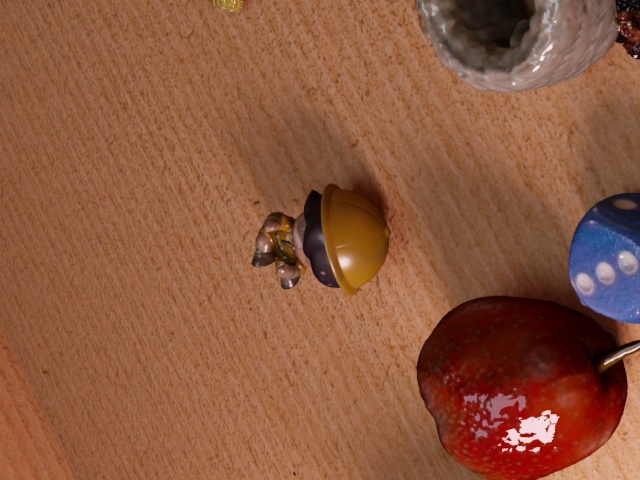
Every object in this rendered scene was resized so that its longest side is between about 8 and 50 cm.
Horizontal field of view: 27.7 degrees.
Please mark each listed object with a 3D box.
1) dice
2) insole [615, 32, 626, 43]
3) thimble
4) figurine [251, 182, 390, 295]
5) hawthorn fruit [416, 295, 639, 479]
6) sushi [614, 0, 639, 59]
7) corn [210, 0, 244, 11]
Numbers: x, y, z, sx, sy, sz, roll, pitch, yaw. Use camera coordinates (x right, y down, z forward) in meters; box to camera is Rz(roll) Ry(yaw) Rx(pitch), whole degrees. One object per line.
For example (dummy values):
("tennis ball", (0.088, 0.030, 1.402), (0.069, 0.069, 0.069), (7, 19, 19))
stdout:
("dice", (0.437, 0.023, 1.787), (0.146, 0.143, 0.146), (28, 127, 41))
("insole", (0.490, -0.352, 1.666), (0.348, 0.009, 0.119), (-28, 84, 49))
("thimble", (0.266, -0.353, 1.758), (0.291, 0.195, 0.291), (20, 119, 42))
("figurine", (0.003, -0.003, 2.222), (0.257, 0.167, 0.192), (3, 131, 45))
("hawthorn fruit", (0.319, 0.202, 1.909), (0.369, 0.285, 0.285), (-25, 88, 40))
("sushi", (0.447, -0.293, 1.617), (0.172, 0.153, 0.150), (7, 115, 49))
("corn", (-0.160, -0.483, 2.270), (0.085, 0.063, 0.165), (15, 122, 16))
